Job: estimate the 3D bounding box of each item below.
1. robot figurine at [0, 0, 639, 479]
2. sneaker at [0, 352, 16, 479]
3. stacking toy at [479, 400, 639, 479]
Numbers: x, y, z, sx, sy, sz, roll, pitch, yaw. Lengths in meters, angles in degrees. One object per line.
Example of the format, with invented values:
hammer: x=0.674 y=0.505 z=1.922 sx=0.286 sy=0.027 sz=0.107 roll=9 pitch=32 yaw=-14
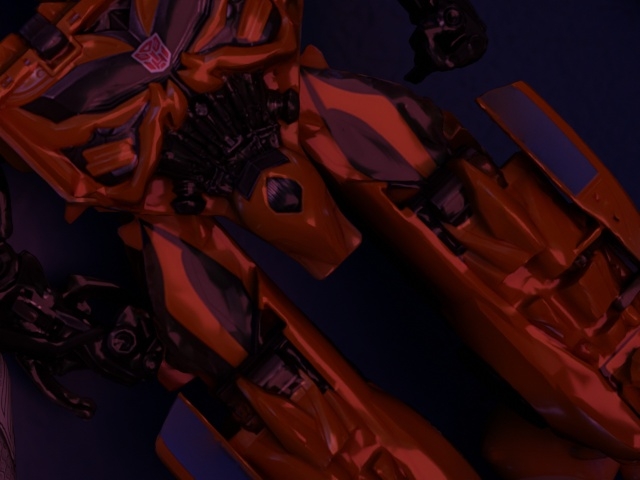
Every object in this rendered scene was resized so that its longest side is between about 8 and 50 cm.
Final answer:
robot figurine: x=0.000 y=0.000 z=0.662 sx=0.211 sy=0.085 sz=0.291 roll=-45 pitch=100 yaw=-6
sneaker: x=-0.115 y=0.139 z=0.650 sx=0.092 sy=0.088 sz=0.225 roll=-6 pitch=100 yaw=-39
stacking toy: x=0.205 y=0.057 z=0.778 sx=0.301 sy=0.175 sz=0.166 roll=-11 pitch=95 yaw=-15
